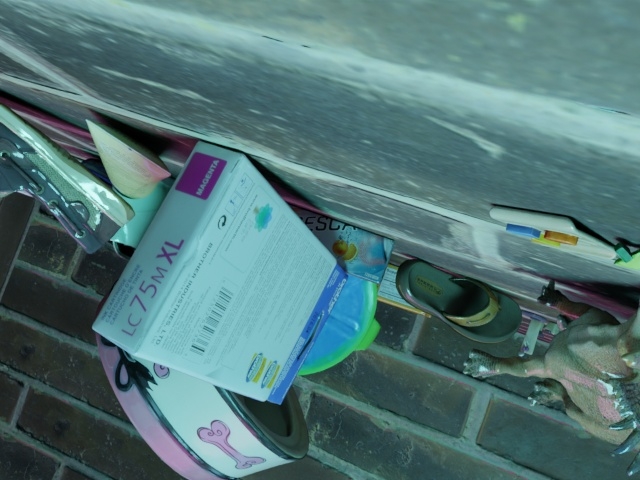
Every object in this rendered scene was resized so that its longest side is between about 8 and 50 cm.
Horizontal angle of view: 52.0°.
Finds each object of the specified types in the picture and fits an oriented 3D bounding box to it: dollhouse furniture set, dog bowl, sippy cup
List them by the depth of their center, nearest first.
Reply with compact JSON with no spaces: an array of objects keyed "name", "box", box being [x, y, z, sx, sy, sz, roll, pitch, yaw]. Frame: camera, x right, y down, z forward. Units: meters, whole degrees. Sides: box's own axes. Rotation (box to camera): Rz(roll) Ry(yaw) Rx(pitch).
[{"name":"dog bowl","box":[-0.187,0.194,1.030,0.408,0.150,0.408,58,-177,-5]},{"name":"sippy cup","box":[-0.054,0.072,1.095,0.305,0.240,0.224,69,168,-21]},{"name":"dollhouse furniture set","box":[0.381,0.178,1.267,0.091,0.081,0.114,22,176,-34]}]

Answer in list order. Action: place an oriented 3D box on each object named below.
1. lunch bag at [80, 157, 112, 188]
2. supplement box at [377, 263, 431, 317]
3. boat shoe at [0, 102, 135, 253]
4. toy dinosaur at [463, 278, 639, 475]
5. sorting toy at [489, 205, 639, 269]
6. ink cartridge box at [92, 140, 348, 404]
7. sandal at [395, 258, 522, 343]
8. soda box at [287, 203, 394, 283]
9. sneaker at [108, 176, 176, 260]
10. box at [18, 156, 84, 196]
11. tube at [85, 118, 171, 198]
[{"name":"lunch bag","box":[-0.366,-0.064,1.222,0.219,0.090,0.176,31,-166,-6]},{"name":"supplement box","box":[0.113,0.078,1.282,0.233,0.080,0.078,20,178,22]},{"name":"boat shoe","box":[-0.356,-0.088,0.776,0.285,0.092,0.103,41,167,-29]},{"name":"toy dinosaur","box":[0.271,0.135,0.585,0.200,0.127,0.295,28,174,45]},{"name":"sorting toy","box":[0.148,0.000,0.387,0.062,0.012,0.083,23,176,-40]},{"name":"ink cartridge box","box":[-0.075,0.055,0.669,0.065,0.186,0.311,21,167,28]},{"name":"sandal","box":[0.210,0.083,0.945,0.219,0.090,0.060,28,152,-19]},{"name":"soda box","box":[0.000,0.000,0.843,0.183,0.058,0.063,19,176,7]},{"name":"sneaker","box":[-0.290,-0.040,1.086,0.094,0.151,0.256,18,177,9]},{"name":"box","box":[-0.637,-0.153,1.536,0.181,0.119,0.182,21,177,-20]},{"name":"tube","box":[-0.209,-0.086,0.735,0.070,0.062,0.240,-9,-179,-14]}]
